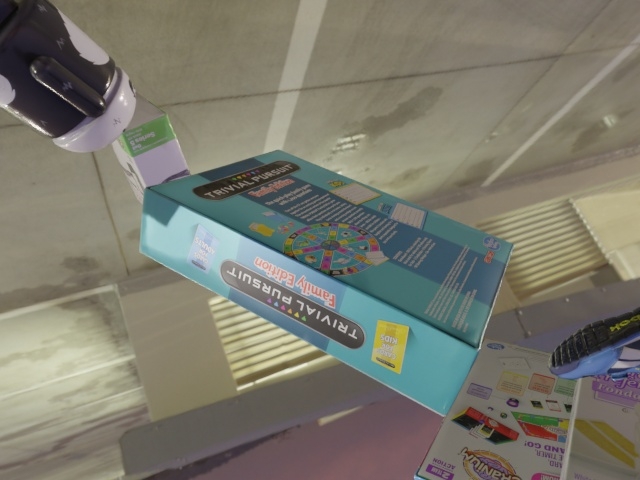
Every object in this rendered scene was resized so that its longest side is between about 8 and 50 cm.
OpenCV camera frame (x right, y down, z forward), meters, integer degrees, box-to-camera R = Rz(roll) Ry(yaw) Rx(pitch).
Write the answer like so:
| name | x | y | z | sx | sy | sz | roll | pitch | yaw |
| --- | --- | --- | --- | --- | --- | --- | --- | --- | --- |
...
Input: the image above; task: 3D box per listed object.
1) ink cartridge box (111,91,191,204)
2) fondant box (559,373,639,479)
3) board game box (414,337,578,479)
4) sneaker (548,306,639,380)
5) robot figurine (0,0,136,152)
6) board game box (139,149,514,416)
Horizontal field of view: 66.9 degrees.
| name | x | y | z | sx | sy | sz | roll | pitch | yaw |
| --- | --- | --- | --- | --- | --- | --- | --- | --- | --- |
| ink cartridge box | -0.411 | -0.192 | 1.179 | 0.115 | 0.198 | 0.272 | -32 | 134 | -23 |
| fondant box | 0.420 | 0.262 | 0.562 | 0.239 | 0.096 | 0.330 | 11 | -155 | 29 |
| board game box | 0.323 | 0.300 | 0.752 | 0.242 | 0.064 | 0.316 | 9 | -144 | 36 |
| sneaker | 0.269 | 0.094 | 0.411 | 0.144 | 0.059 | 0.053 | -32 | -174 | 33 |
| robot figurine | -0.419 | -0.260 | 0.743 | 0.174 | 0.209 | 0.278 | -22 | 141 | 22 |
| board game box | 0.022 | 0.009 | 0.536 | 0.254 | 0.336 | 0.079 | -34 | 144 | -57 |
